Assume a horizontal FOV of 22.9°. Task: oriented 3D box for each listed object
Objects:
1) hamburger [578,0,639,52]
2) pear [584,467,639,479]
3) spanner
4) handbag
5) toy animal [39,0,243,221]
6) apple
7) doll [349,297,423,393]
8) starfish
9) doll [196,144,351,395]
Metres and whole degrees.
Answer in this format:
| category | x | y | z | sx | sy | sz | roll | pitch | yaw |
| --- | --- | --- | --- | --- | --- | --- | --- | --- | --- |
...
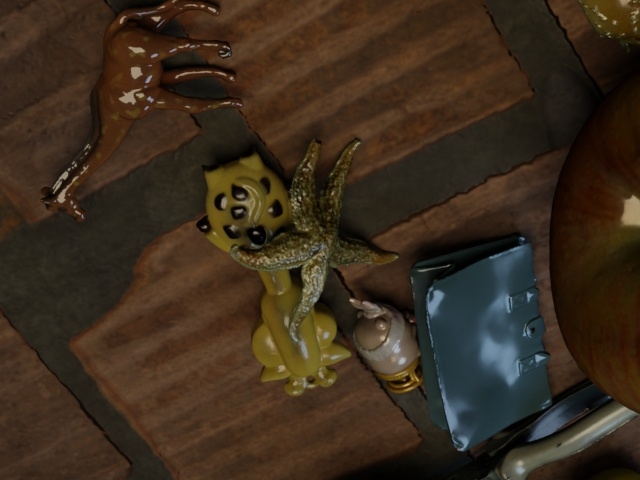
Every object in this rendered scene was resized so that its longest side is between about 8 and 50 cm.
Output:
| category | x | y | z | sx | sy | sz | roll | pitch | yaw |
| --- | --- | --- | --- | --- | --- | --- | --- | --- | --- |
| hamburger | 0.335 | -0.283 | 1.479 | 0.215 | 0.122 | 0.189 | -28 | 109 | 14 |
| pear | 0.339 | 0.364 | 1.796 | 0.200 | 0.200 | 0.200 | 2 | 119 | 3 |
| spanner | 0.240 | 0.232 | 1.783 | 0.325 | 0.096 | 0.040 | -33 | 111 | 19 |
| handbag | 0.180 | 0.109 | 1.725 | 0.144 | 0.057 | 0.221 | -20 | 117 | -15 |
| toy animal | -0.195 | -0.132 | 1.628 | 0.229 | 0.066 | 0.224 | -12 | 122 | -2 |
| apple | 0.417 | -0.003 | 1.480 | 0.333 | 0.400 | 0.400 | 9 | 124 | -36 |
| doll | 0.080 | 0.103 | 1.743 | 0.084 | 0.073 | 0.127 | -32 | 120 | -9 |
| starfish | 0.001 | 0.001 | 1.658 | 0.217 | 0.050 | 0.223 | 4 | 103 | -44 |
| doll | -0.049 | 0.036 | 1.702 | 0.117 | 0.086 | 0.291 | -17 | 114 | 7 |
